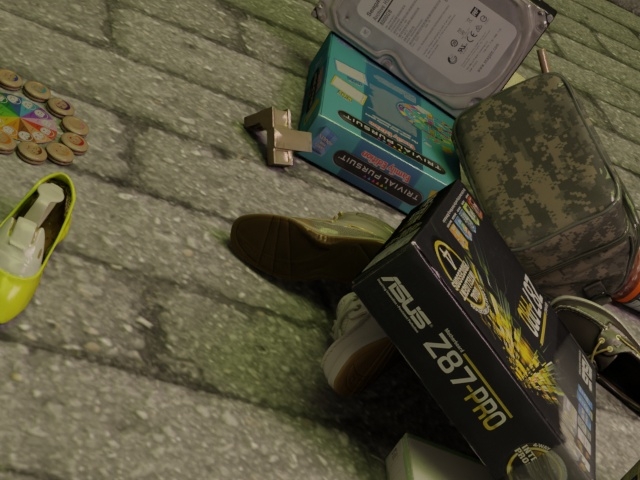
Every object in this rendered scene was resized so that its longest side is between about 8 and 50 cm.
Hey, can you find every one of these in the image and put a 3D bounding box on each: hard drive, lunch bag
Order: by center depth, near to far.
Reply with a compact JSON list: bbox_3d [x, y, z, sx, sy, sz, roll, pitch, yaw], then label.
[{"bbox_3d":[0.354,-0.068,1.837,0.256,0.212,0.305,53,16,-52],"label":"lunch bag"},{"bbox_3d":[0.183,-0.373,1.961,0.339,0.237,0.064,37,27,2],"label":"hard drive"}]

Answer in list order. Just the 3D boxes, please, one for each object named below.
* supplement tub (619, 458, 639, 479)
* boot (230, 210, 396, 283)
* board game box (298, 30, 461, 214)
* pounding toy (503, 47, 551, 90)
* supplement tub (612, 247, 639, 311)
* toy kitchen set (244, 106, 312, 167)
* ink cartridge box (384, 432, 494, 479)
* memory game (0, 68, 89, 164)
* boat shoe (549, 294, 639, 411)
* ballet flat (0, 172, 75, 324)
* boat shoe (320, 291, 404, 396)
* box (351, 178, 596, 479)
[{"bbox_3d":[0.493,0.284,1.345,0.235,0.325,0.235,25,29,-15],"label":"supplement tub"},{"bbox_3d":[0.000,0.000,1.530,0.213,0.077,0.165,10,12,5],"label":"boot"},{"bbox_3d":[0.097,-0.184,1.912,0.253,0.079,0.336,28,29,-12],"label":"board game box"},{"bbox_3d":[0.323,-0.224,2.162,0.236,0.110,0.183,-23,90,-18],"label":"pounding toy"},{"bbox_3d":[0.536,0.066,1.954,0.197,0.106,0.106,25,30,-17],"label":"supplement tub"},{"bbox_3d":[-0.062,-0.144,1.740,0.068,0.075,0.083,4,80,-38],"label":"toy kitchen set"},{"bbox_3d":[0.160,0.319,1.232,0.171,0.056,0.235,24,31,-18],"label":"ink cartridge box"},{"bbox_3d":[-0.368,-0.154,1.459,0.186,0.012,0.186,25,29,-15],"label":"memory game"},{"bbox_3d":[0.418,0.165,1.705,0.227,0.081,0.069,38,25,2],"label":"boat shoe"},{"bbox_3d":[-0.305,-0.003,1.225,0.077,0.077,0.231,30,29,-9],"label":"ballet flat"},{"bbox_3d":[0.054,0.107,1.415,0.096,0.098,0.277,41,20,14],"label":"boat shoe"},{"bbox_3d":[0.196,0.107,1.394,0.318,0.097,0.395,56,18,-2],"label":"box"}]
